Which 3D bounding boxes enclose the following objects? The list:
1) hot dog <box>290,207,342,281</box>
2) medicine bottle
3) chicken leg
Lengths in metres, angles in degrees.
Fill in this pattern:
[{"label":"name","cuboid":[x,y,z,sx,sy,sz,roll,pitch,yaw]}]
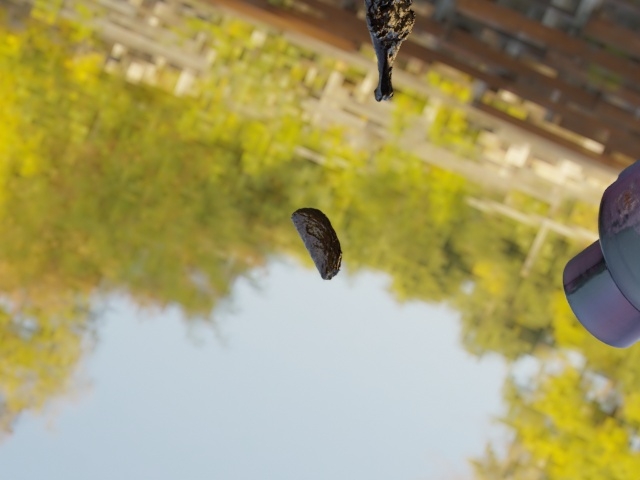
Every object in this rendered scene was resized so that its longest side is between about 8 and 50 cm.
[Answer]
[{"label":"hot dog","cuboid":[0.000,0.000,1.875,0.083,0.035,0.058,63,177,20]},{"label":"medicine bottle","cuboid":[0.262,-0.002,1.266,0.094,0.188,0.119,4,-123,-41]},{"label":"chicken leg","cuboid":[0.057,-0.182,1.550,0.037,0.062,0.145,13,151,15]}]
